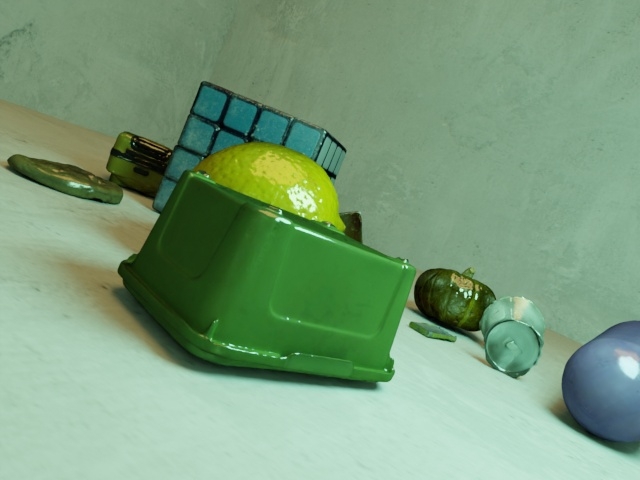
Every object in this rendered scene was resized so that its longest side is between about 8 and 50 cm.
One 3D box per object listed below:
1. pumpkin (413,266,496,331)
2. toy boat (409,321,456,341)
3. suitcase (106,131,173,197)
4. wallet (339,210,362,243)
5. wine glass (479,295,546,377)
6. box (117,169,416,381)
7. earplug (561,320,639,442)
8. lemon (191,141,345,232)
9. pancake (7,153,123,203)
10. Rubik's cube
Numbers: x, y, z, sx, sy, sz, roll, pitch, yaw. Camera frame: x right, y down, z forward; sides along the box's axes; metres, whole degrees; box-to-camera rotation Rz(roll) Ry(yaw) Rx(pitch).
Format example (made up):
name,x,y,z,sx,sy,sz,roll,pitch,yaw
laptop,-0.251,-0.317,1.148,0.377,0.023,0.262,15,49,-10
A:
name,x,y,z,sx,sy,sz,roll,pitch,yaw
pumpkin,0.349,0.140,1.539,0.218,0.163,0.219,24,-1,0
toy boat,0.250,0.202,1.326,0.115,0.016,0.063,17,8,-44
suitcase,-0.492,-0.210,1.685,0.193,0.143,0.235,22,4,-15
wallet,0.000,0.000,1.389,0.232,0.122,0.031,-8,9,-32
wine glass,0.424,0.210,1.322,0.156,0.156,0.232,24,10,14
box,-0.050,0.045,0.751,0.328,0.178,0.252,17,9,-44
earplug,0.574,0.262,1.127,0.215,0.215,0.455,26,9,34
lemon,-0.101,-0.039,0.995,0.267,0.268,0.267,22,5,-2
pancake,-0.543,-0.143,1.291,0.241,0.050,0.242,23,4,-2
Rubik's cube,-0.164,-0.163,1.536,0.344,0.338,0.343,22,5,10
